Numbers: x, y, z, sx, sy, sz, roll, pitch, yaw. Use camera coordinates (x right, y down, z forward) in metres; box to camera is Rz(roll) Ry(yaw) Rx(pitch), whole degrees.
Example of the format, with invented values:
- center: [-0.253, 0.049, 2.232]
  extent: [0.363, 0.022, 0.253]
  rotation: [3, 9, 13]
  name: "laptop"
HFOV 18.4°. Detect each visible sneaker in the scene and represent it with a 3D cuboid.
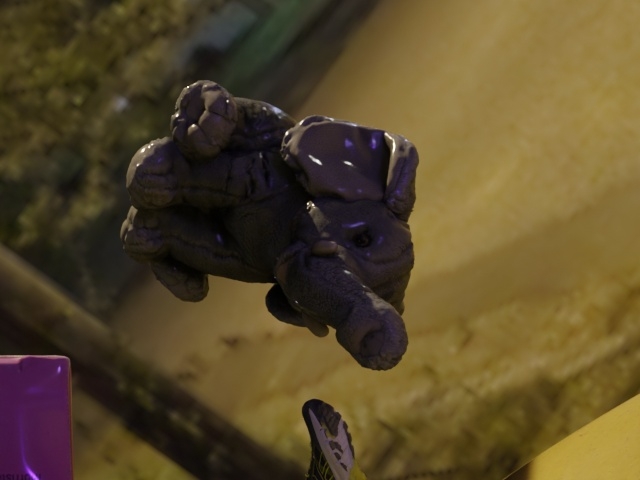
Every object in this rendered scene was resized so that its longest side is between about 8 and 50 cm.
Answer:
- center: [0.003, 0.136, 1.186]
  extent: [0.035, 0.083, 0.031]
  rotation: [-20, 7, 27]
  name: "sneaker"

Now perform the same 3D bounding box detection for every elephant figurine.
- center: [0.000, 0.000, 1.321]
  extent: [0.186, 0.239, 0.169]
  rotation: [-59, -25, -20]
  name: "elephant figurine"

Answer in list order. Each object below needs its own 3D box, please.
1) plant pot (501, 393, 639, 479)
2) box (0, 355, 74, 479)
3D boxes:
- center: [0.158, 0.171, 0.764]
  extent: [0.187, 0.212, 0.212]
  rotation: [-16, 19, 32]
  name: "plant pot"
- center: [-0.206, 0.141, 0.704]
  extent: [0.243, 0.213, 0.117]
  rotation: [116, 152, -59]
  name: "box"
